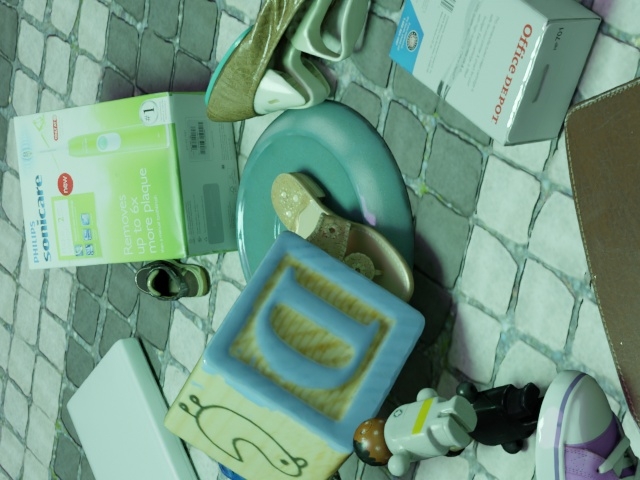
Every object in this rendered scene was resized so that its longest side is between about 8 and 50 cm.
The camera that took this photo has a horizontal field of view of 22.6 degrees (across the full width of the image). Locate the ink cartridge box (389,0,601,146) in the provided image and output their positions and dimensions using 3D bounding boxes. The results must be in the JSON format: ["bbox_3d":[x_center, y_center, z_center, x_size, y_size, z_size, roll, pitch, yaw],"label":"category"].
[{"bbox_3d":[0.169,-0.201,1.585,0.191,0.082,0.139,43,128,38],"label":"ink cartridge box"}]

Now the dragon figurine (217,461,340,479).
[{"bbox_3d":[-0.067,0.242,1.908,0.085,0.144,0.289,-17,83,51],"label":"dragon figurine"}]

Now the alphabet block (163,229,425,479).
[{"bbox_3d":[-0.030,0.142,1.728,0.192,0.193,0.197,33,148,1],"label":"alphabet block"}]

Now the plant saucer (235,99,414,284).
[{"bbox_3d":[-0.010,-0.007,1.879,0.317,0.044,0.317,10,103,51],"label":"plant saucer"}]

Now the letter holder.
[{"bbox_3d":[0.303,0.022,1.399,0.214,0.152,0.301,-21,79,53],"label":"letter holder"}]

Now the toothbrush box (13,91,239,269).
[{"bbox_3d":[-0.248,-0.075,2.055,0.283,0.122,0.206,-4,92,39],"label":"toothbrush box"}]

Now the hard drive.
[{"bbox_3d":[-0.253,0.318,2.241,0.203,0.040,0.307,-48,59,44],"label":"hard drive"}]

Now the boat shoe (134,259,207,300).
[{"bbox_3d":[-0.210,0.052,2.133,0.152,0.049,0.056,-2,95,52],"label":"boat shoe"}]

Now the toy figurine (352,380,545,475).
[{"bbox_3d":[0.137,0.250,1.596,0.148,0.209,0.213,-20,79,41],"label":"toy figurine"}]

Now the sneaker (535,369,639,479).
[{"bbox_3d":[0.285,0.240,1.375,0.161,0.102,0.282,-1,114,37],"label":"sneaker"}]

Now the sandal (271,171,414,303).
[{"bbox_3d":[-0.002,0.006,1.770,0.240,0.079,0.088,44,128,38],"label":"sandal"}]

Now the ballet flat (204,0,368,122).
[{"bbox_3d":[-0.023,-0.232,1.822,0.124,0.116,0.342,44,126,16],"label":"ballet flat"}]
